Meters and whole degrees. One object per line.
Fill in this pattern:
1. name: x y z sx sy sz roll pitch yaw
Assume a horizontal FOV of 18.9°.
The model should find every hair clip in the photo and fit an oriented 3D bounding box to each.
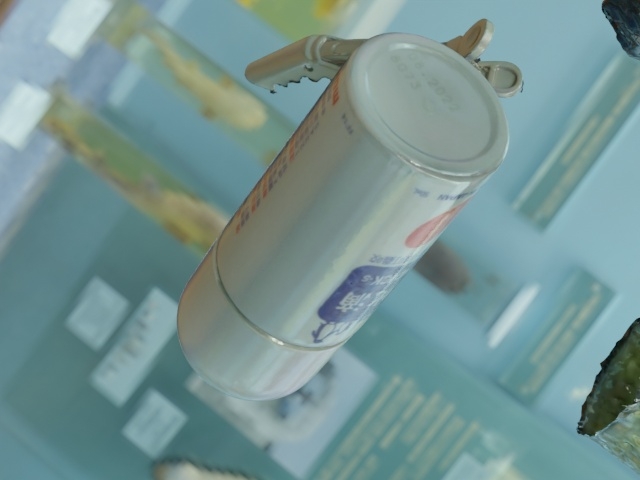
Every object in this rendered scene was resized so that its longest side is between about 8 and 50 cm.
1. hair clip: 0.040 -0.141 1.475 0.072 0.226 0.034 63 36 -53

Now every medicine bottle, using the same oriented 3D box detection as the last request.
1. medicine bottle: 0.000 0.000 1.421 0.130 0.130 0.341 -39 172 -45

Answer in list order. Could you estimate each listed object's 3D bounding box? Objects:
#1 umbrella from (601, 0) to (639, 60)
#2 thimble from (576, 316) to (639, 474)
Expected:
1. umbrella: 0.269 -0.152 0.810 0.326 0.090 0.094 -20 160 29
2. thimble: 0.339 0.093 1.523 0.271 0.150 0.271 -53 180 0
